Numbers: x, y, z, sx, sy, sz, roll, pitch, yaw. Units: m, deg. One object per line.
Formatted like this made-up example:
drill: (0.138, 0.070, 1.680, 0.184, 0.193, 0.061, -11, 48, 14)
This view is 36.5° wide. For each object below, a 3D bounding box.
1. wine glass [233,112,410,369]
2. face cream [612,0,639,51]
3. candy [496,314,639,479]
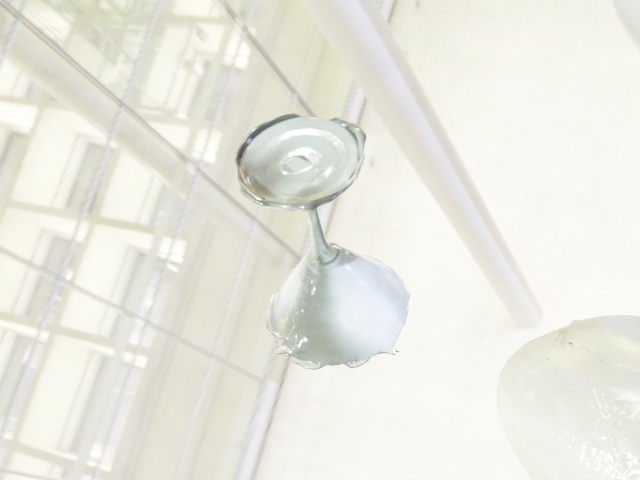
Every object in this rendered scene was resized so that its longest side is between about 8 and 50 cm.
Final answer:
wine glass: (0.000, 0.000, 0.915, 0.156, 0.232, 0.156, -6, -131, 7)
face cream: (0.445, -0.213, 0.839, 0.357, 0.313, 0.219, -147, -116, -67)
candy: (0.286, 0.169, 0.851, 0.296, 0.295, 0.185, 8, -80, 24)
